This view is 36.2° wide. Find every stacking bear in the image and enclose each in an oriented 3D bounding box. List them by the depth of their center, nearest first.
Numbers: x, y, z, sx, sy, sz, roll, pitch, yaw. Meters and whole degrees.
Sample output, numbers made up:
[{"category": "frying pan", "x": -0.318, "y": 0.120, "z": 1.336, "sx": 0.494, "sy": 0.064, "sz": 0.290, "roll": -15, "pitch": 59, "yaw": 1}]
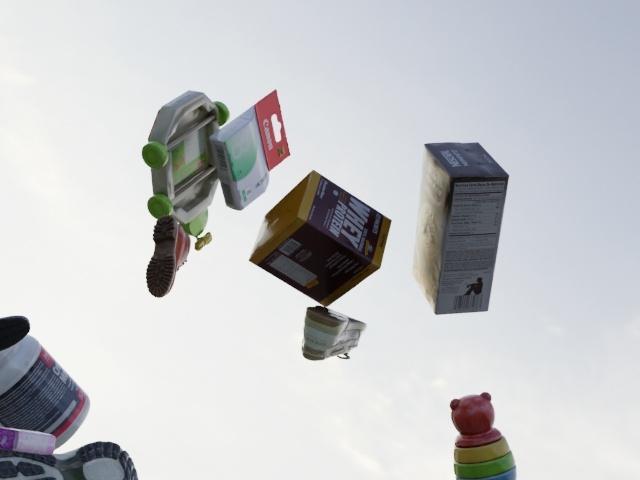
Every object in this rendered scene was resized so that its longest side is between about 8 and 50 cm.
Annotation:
[{"category": "stacking bear", "x": 0.393, "y": 0.518, "z": 2.400, "sx": 0.164, "sy": 0.175, "sz": 0.289, "roll": -34, "pitch": 111, "yaw": -88}]

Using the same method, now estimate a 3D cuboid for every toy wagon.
[{"category": "toy wagon", "x": -0.285, "y": -0.140, "z": 2.107, "sx": 0.068, "sy": 0.267, "sz": 0.344, "roll": 13, "pitch": -58, "yaw": 22}]

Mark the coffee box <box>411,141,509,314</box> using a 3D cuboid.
[{"category": "coffee box", "x": 0.266, "y": -0.025, "z": 1.914, "sx": 0.168, "sy": 0.118, "sz": 0.297, "roll": -115, "pitch": -155, "yaw": -60}]

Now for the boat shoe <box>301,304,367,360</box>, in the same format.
[{"category": "boat shoe", "x": 0.016, "y": 0.179, "z": 1.866, "sx": 0.104, "sy": 0.089, "sz": 0.285, "roll": 19, "pitch": -1, "yaw": 17}]

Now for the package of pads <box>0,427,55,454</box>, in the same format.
[{"category": "package of pads", "x": -0.427, "y": 0.289, "z": 1.412, "sx": 0.050, "sy": 0.032, "sz": 0.083, "roll": 1, "pitch": -15, "yaw": 26}]

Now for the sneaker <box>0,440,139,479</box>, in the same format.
[{"category": "sneaker", "x": -0.521, "y": 0.469, "z": 1.761, "sx": 0.410, "sy": 0.182, "sz": 0.158, "roll": 16, "pitch": 39, "yaw": -51}]

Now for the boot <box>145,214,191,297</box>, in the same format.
[{"category": "boot", "x": -0.275, "y": 0.041, "z": 1.813, "sx": 0.059, "sy": 0.158, "sz": 0.084, "roll": -4, "pitch": -26, "yaw": 22}]

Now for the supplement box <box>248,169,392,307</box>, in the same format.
[{"category": "supplement box", "x": 0.000, "y": 0.000, "z": 1.927, "sx": 0.194, "sy": 0.129, "sz": 0.191, "roll": 32, "pitch": -42, "yaw": -17}]

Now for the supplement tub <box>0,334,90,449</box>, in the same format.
[{"category": "supplement tub", "x": -0.668, "y": 0.334, "z": 2.204, "sx": 0.191, "sy": 0.191, "sz": 0.272, "roll": -2, "pitch": -50, "yaw": 50}]

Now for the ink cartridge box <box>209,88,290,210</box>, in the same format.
[{"category": "ink cartridge box", "x": -0.135, "y": -0.197, "z": 2.125, "sx": 0.056, "sy": 0.224, "sz": 0.181, "roll": 21, "pitch": -43, "yaw": 36}]

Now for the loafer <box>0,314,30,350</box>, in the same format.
[{"category": "loafer", "x": -0.606, "y": 0.171, "z": 1.792, "sx": 0.170, "sy": 0.061, "sz": 0.062, "roll": -18, "pitch": -71, "yaw": 7}]
